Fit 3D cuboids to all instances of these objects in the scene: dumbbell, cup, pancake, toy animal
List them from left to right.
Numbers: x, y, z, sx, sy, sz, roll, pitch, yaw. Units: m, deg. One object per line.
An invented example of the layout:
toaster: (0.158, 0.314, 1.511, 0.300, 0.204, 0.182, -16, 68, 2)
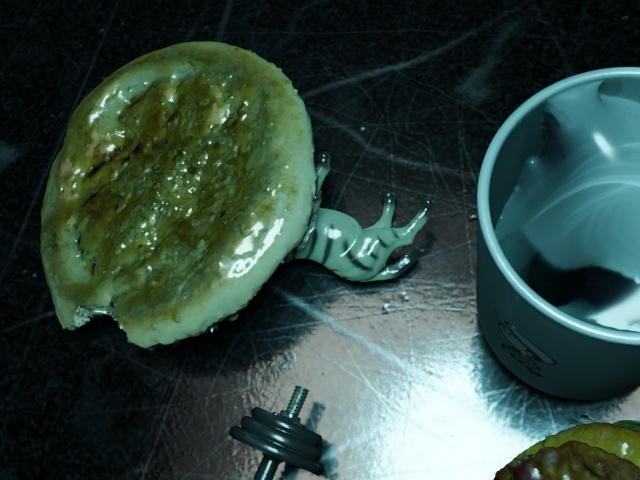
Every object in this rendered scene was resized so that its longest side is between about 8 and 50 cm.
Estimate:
pancake: (-0.170, -0.055, 0.850, 0.382, 0.071, 0.382, -11, 63, 23)
dumbbell: (-0.059, 0.239, 0.739, 0.099, 0.099, 0.208, 20, 75, 17)
toy animal: (-0.002, -0.002, 0.839, 0.217, 0.073, 0.176, 21, 80, 12)
cup: (0.236, 0.023, 0.652, 0.206, 0.312, 0.205, -4, 68, 9)

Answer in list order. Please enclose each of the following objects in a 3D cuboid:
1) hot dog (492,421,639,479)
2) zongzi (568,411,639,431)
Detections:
hot dog: (0.290, 0.320, 0.599, 0.387, 0.174, 0.267, 41, 98, 22)
zongzi: (0.328, 0.179, 0.730, 0.154, 0.062, 0.130, 23, 53, 34)
